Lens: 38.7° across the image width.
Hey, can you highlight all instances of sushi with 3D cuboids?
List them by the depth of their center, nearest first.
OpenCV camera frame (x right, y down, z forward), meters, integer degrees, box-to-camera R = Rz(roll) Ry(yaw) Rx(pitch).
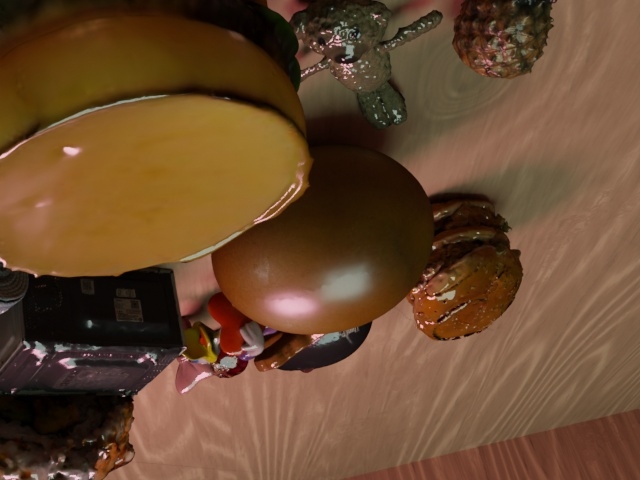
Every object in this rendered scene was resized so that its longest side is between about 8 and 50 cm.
[{"bbox_3d":[-0.543,0.330,1.634,0.417,0.417,0.176,7,109,-36],"label":"sushi"}]

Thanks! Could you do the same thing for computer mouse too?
[{"bbox_3d":[0.007,0.219,1.982,0.170,0.100,0.269,14,140,-40],"label":"computer mouse"}]

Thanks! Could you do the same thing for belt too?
[{"bbox_3d":[-0.514,0.044,1.352,0.082,0.148,0.163,-31,177,20],"label":"belt"}]

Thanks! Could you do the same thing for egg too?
[{"bbox_3d":[0.000,0.000,1.385,0.351,0.283,0.282,-15,154,22],"label":"egg"}]

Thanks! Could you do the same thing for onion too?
[{"bbox_3d":[-0.203,0.243,1.931,0.107,0.097,0.107,7,133,7],"label":"onion"}]

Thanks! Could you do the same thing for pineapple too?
[{"bbox_3d":[0.251,-0.320,1.119,0.128,0.128,0.248,-6,144,-18],"label":"pineapple"}]

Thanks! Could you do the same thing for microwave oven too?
[{"bbox_3d":[-0.416,0.163,1.574,0.295,0.181,0.237,8,145,-37],"label":"microwave oven"}]

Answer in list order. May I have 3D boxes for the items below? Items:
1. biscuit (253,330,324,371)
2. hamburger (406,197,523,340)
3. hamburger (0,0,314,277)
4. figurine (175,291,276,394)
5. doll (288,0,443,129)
[{"bbox_3d":[-0.005,0.156,1.797,0.295,0.186,0.044,-34,106,5],"label":"biscuit"},{"bbox_3d":[0.254,0.050,1.699,0.245,0.211,0.260,-23,147,2],"label":"hamburger"},{"bbox_3d":[-0.226,-0.157,0.983,0.395,0.278,0.396,-15,154,-8],"label":"hamburger"},{"bbox_3d":[-0.141,0.149,1.735,0.420,0.154,0.193,-27,170,11],"label":"figurine"},{"bbox_3d":[0.047,-0.229,1.217,0.202,0.091,0.286,2,160,-9],"label":"doll"}]
